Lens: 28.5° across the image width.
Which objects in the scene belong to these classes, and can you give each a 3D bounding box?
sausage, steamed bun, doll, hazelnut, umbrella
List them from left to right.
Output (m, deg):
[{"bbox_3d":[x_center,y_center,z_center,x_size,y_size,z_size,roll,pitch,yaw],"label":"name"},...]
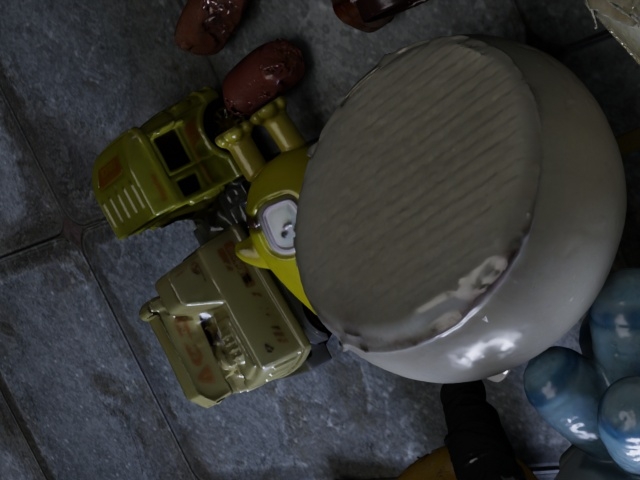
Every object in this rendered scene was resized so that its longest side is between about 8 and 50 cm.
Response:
[{"bbox_3d":[-0.112,-0.351,1.550,0.087,0.079,0.326,31,135,7],"label":"sausage"},{"bbox_3d":[-0.075,-0.207,1.605,0.141,0.076,0.076,-31,91,52],"label":"sausage"},{"bbox_3d":[0.000,0.000,1.596,0.199,0.145,0.363,-31,96,7],"label":"doll"},{"bbox_3d":[0.052,-0.278,1.443,0.086,0.086,0.086,23,128,33],"label":"hazelnut"},{"bbox_3d":[0.161,-0.025,1.331,0.374,0.241,0.374,-26,54,43],"label":"steamed bun"},{"bbox_3d":[0.200,0.268,1.359,0.357,0.106,0.113,-101,12,-56],"label":"umbrella"}]

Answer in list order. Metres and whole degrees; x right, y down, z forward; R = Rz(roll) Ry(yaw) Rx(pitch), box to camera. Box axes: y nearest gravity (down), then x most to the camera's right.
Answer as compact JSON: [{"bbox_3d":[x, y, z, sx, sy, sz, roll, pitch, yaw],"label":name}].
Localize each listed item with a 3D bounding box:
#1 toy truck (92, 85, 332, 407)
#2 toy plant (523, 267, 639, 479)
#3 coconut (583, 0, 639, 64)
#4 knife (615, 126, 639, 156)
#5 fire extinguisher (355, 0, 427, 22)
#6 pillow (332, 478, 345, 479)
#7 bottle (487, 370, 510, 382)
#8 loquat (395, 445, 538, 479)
[{"bbox_3d":[-0.145,0.016,1.684,0.181,0.254,0.405,-26,92,53],"label":"toy truck"},{"bbox_3d":[0.340,0.187,1.342,0.247,0.247,0.332,9,118,40],"label":"toy plant"},{"bbox_3d":[0.366,-0.252,1.001,0.353,0.353,0.352,23,128,33],"label":"coconut"},{"bbox_3d":[0.382,-0.121,1.257,0.256,0.022,0.046,-25,75,45],"label":"knife"},{"bbox_3d":[0.041,-0.414,1.340,0.141,0.105,0.341,-19,94,20],"label":"fire extinguisher"},{"bbox_3d":[0.105,0.407,1.833,0.203,0.038,0.113,-3,111,44],"label":"pillow"},{"bbox_3d":[0.136,0.091,1.500,0.209,0.110,0.097,24,140,-2],"label":"bottle"},{"bbox_3d":[0.187,0.376,1.598,0.235,0.235,0.235,23,128,33],"label":"loquat"}]
